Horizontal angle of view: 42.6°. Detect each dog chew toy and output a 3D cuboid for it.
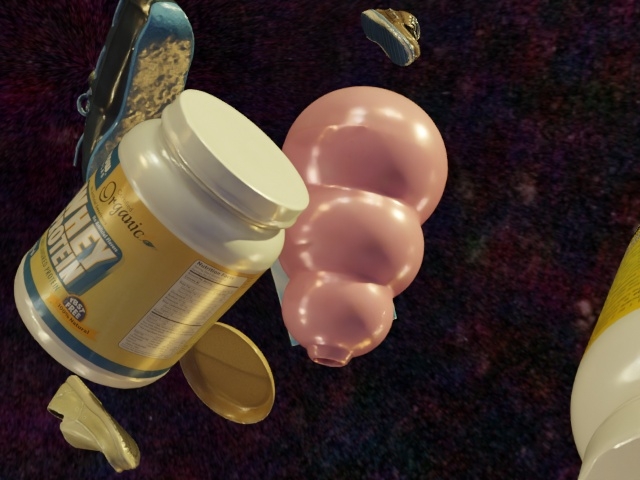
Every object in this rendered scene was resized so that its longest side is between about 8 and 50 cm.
[{"bbox_3d":[0.039,-0.014,0.986,0.206,0.206,0.332,18,69,-18],"label":"dog chew toy"}]

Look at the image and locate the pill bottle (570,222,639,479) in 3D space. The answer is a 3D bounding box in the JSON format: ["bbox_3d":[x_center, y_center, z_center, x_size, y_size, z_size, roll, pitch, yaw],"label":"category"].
[{"bbox_3d":[0.280,0.090,0.560,0.334,0.187,0.188,-40,117,-52],"label":"pill bottle"}]

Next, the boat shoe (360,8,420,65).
[{"bbox_3d":[0.130,-0.353,1.378,0.066,0.183,0.066,-22,131,-9],"label":"boat shoe"}]

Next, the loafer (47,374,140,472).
[{"bbox_3d":[-0.438,0.366,1.576,0.092,0.268,0.102,-42,135,-15],"label":"loafer"}]

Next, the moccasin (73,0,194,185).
[{"bbox_3d":[-0.257,-0.203,1.147,0.137,0.117,0.342,-4,141,-40],"label":"moccasin"}]

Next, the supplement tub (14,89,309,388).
[{"bbox_3d":[-0.119,0.000,0.624,0.144,0.144,0.200,38,109,-19],"label":"supplement tub"}]

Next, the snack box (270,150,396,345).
[{"bbox_3d":[0.000,0.000,1.384,0.187,0.060,0.322,-15,101,-1],"label":"snack box"}]

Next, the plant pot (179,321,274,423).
[{"bbox_3d":[-0.183,0.258,1.637,0.032,0.236,0.236,-38,115,-48],"label":"plant pot"}]
